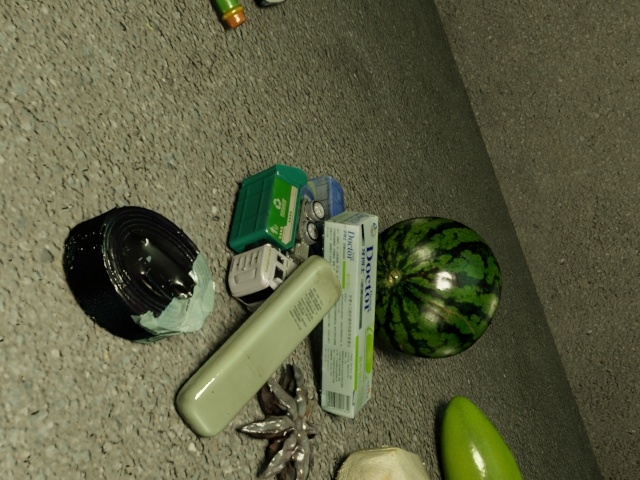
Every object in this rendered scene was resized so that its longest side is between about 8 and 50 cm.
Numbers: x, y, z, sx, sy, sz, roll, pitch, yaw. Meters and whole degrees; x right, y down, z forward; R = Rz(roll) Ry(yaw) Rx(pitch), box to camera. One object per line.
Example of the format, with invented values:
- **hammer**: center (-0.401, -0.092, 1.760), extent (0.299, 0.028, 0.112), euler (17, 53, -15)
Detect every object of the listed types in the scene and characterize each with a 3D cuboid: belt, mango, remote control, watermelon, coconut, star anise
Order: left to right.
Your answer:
- **belt**: center (-0.214, 0.047, 0.801), extent (0.198, 0.078, 0.151), euler (43, 37, -42)
- **remote control**: center (-0.073, 0.141, 0.905), extent (0.309, 0.038, 0.090), euler (-46, 124, -30)
- **star anise**: center (-0.050, 0.274, 0.961), extent (0.180, 0.061, 0.204), euler (50, 35, -32)
- **coconut**: center (0.111, 0.412, 1.050), extent (0.161, 0.162, 0.161), euler (37, 44, -46)
- **watermelon**: center (0.212, 0.093, 1.284), extent (0.285, 0.285, 0.285), euler (37, 44, -45)
- **mango**: center (0.351, 0.507, 1.412), extent (0.192, 0.156, 0.343), euler (0, 72, -60)

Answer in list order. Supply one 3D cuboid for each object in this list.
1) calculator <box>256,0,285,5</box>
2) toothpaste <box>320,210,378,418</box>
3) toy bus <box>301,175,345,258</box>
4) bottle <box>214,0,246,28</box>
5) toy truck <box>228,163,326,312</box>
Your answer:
- **calculator**: center (-0.117, -0.595, 1.384), extent (0.177, 0.040, 0.268), euler (58, 31, -22)
- **toothpaste**: center (0.046, 0.124, 1.076), extent (0.081, 0.067, 0.337), euler (-29, 124, -60)
- **toy bus**: center (0.000, -0.002, 1.176), extent (0.079, 0.094, 0.236), euler (30, 49, -49)
- **bottle**: center (-0.190, -0.471, 1.156), extent (0.187, 0.069, 0.069), euler (61, 31, -16)
- **toy truck**: center (-0.074, -0.007, 1.040), extent (0.124, 0.114, 0.253), euler (40, 43, -37)
